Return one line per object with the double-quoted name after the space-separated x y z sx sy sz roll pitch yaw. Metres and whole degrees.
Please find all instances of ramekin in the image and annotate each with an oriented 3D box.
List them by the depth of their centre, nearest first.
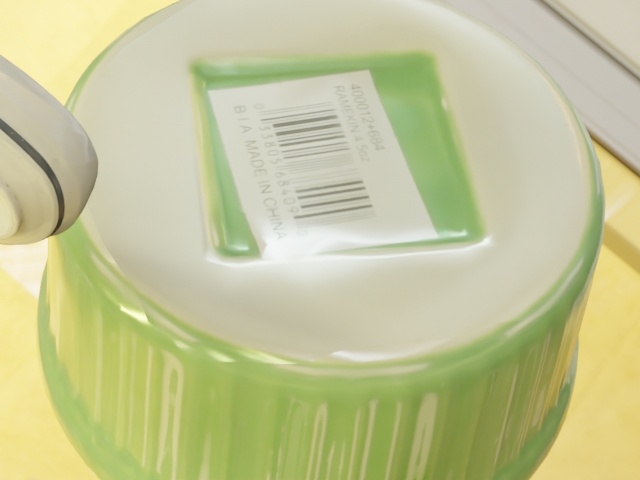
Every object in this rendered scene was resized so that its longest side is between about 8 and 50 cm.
0.000 0.000 0.679 0.303 0.303 0.148 -48 -21 -34 "ramekin"

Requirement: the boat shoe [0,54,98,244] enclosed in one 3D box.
-0.186 -0.040 0.405 0.083 0.226 0.076 111 -179 -48 "boat shoe"
